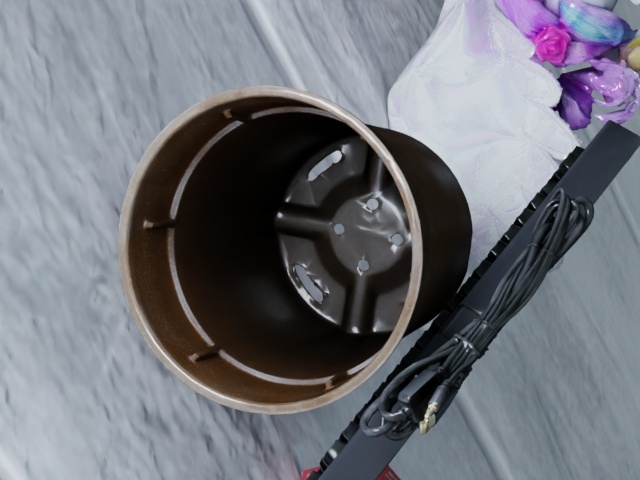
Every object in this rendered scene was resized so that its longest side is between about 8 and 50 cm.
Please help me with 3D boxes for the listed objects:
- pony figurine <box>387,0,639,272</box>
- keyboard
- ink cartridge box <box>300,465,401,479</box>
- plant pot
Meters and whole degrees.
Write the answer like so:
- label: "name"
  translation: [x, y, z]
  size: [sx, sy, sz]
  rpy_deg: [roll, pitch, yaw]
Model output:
- label: "pony figurine"
  translation: [0.157, -0.180, 1.317]
  size: [0.351, 0.303, 0.363]
  rpy_deg: [52, 24, 25]
- label: "keyboard"
  translation: [0.070, 0.050, 1.011]
  size: [0.033, 0.201, 0.317]
  rpy_deg: [40, 65, 1]
- label: "ink cartridge box"
  translation: [0.023, 0.206, 1.077]
  size: [0.099, 0.056, 0.135]
  rpy_deg: [52, 37, -36]
- label: "plant pot"
  translation: [0.000, 0.000, 1.036]
  size: [0.165, 0.167, 0.167]
  rpy_deg: [-11, 87, -69]
